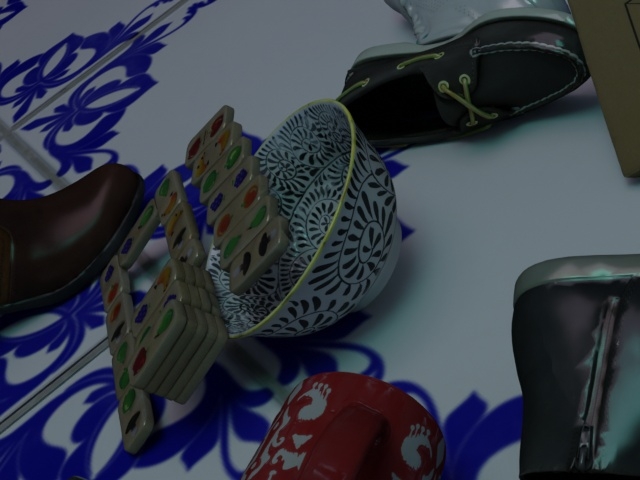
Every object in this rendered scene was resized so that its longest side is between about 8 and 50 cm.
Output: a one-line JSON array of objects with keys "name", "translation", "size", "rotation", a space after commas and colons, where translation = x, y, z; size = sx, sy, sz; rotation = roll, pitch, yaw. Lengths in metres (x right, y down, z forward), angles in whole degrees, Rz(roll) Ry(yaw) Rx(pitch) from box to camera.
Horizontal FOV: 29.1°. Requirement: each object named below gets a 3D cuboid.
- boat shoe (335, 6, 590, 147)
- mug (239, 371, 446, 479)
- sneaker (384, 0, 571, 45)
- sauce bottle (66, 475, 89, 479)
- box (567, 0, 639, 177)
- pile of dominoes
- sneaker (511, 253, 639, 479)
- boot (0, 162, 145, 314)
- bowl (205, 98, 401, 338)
[{"name": "boat shoe", "translation": [0.101, -0.110, 0.902], "size": [0.228, 0.081, 0.068], "rotation": [-6, 43, 46]}, {"name": "mug", "translation": [0.007, 0.147, 0.592], "size": [0.150, 0.113, 0.169], "rotation": [-39, 15, 44]}, {"name": "sneaker", "translation": [0.100, -0.181, 1.006], "size": [0.094, 0.080, 0.212], "rotation": [-51, 36, -8]}, {"name": "sauce bottle", "translation": [-0.212, 0.271, 0.617], "size": [0.111, 0.111, 0.344], "rotation": [7, 51, 46]}, {"name": "box", "translation": [0.236, -0.152, 0.733], "size": [0.201, 0.021, 0.164], "rotation": [-34, 64, 48]}, {"name": "pile of dominoes", "translation": [-0.110, 0.010, 0.868], "size": [0.196, 0.040, 0.251], "rotation": [-56, 27, 17]}, {"name": "sneaker", "translation": [0.203, 0.067, 0.591], "size": [0.222, 0.083, 0.118], "rotation": [-8, 58, 23]}, {"name": "boot", "translation": [-0.309, -0.055, 0.982], "size": [0.264, 0.280, 0.096], "rotation": [-34, 32, -2]}, {"name": "bowl", "translation": [0.000, 0.000, 0.811], "size": [0.170, 0.080, 0.170], "rotation": [-42, 32, 35]}]
